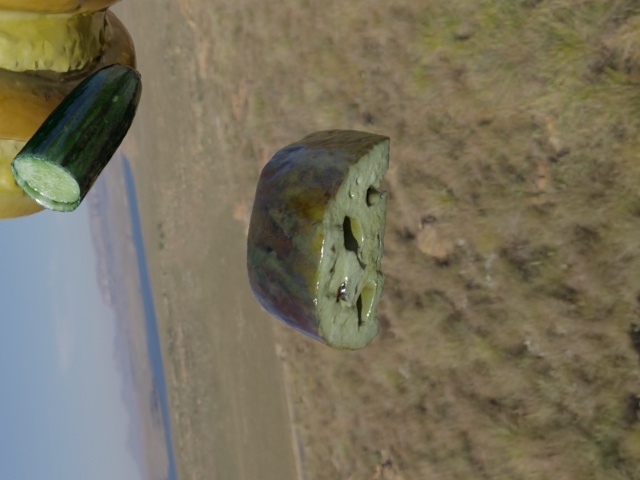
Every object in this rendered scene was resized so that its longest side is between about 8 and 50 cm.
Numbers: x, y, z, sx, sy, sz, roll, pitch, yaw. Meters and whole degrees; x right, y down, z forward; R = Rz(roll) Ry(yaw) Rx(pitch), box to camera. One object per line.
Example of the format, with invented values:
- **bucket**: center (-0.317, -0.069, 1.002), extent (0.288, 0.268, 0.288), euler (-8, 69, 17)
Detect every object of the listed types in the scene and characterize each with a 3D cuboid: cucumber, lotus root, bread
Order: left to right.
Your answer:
- **bread**: center (-0.259, -0.151, 0.638), extent (0.315, 0.211, 0.270), euler (-31, -52, -64)
- **cucumber**: center (-0.148, -0.072, 0.518), extent (0.048, 0.048, 0.105), euler (109, -175, -61)
- **lotus root**: center (0.000, 0.000, 0.876), extent (0.119, 0.138, 0.235), euler (15, 108, 35)
